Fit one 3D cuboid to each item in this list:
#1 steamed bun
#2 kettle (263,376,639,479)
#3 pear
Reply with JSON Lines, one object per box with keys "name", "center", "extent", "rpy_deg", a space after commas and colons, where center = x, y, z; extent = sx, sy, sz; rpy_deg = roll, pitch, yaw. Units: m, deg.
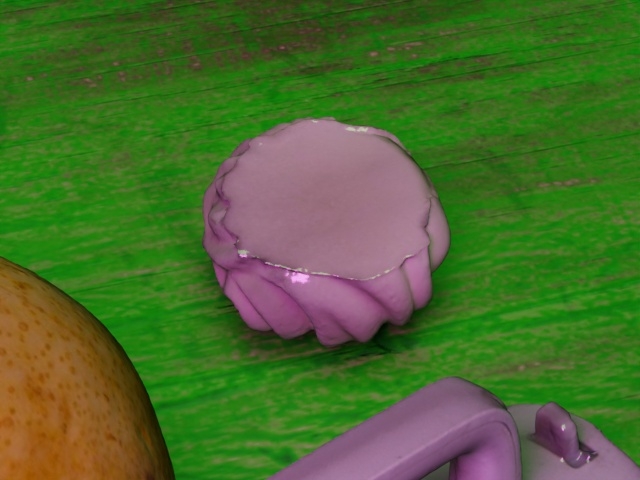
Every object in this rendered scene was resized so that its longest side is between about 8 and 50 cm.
{"name": "steamed bun", "center": [0.000, 0.000, 1.352], "extent": [0.183, 0.106, 0.183], "rpy_deg": [0, 50, 0]}
{"name": "kettle", "center": [0.048, 0.226, 1.016], "extent": [0.318, 0.265, 0.205], "rpy_deg": [-24, 70, -34]}
{"name": "pear", "center": [-0.225, 0.143, 1.072], "extent": [0.304, 0.304, 0.304], "rpy_deg": [2, 48, -3]}
